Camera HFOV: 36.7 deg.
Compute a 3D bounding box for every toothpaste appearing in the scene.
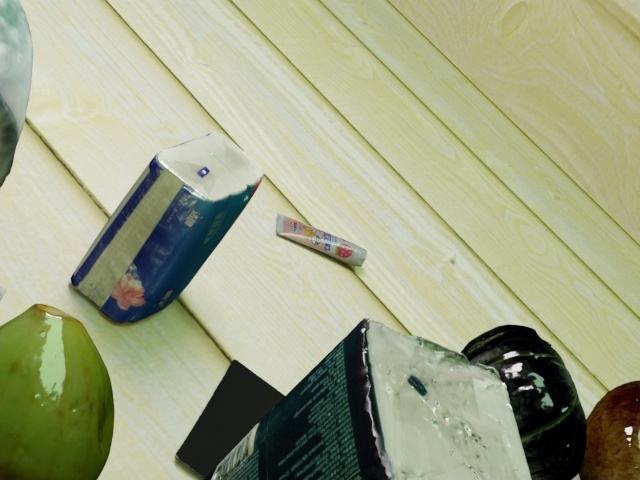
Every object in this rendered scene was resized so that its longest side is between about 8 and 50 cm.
[{"bbox_3d":[0.000,0.000,1.926,0.194,0.043,0.067,22,34,-17],"label":"toothpaste"}]

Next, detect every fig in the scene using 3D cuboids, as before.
[{"bbox_3d":[-0.325,0.197,1.071,0.207,0.230,0.207,29,30,-19],"label":"fig"}]

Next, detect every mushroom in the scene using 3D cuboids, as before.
[{"bbox_3d":[0.651,0.436,1.779,0.331,0.356,0.334,-20,103,-29],"label":"mushroom"}]

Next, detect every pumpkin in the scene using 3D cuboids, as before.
[{"bbox_3d":[0.323,0.313,1.688,0.295,0.296,0.296,28,31,-19],"label":"pumpkin"}]

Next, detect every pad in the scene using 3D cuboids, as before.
[{"bbox_3d":[-0.106,0.289,1.426,0.159,0.009,0.265,37,27,-3],"label":"pad"}]

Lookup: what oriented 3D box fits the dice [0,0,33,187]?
[{"bbox_3d":[-0.586,-0.208,1.238,0.328,0.330,0.348,10,38,-40],"label":"dice"}]

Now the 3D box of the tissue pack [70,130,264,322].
[{"bbox_3d":[-0.225,-0.017,1.451,0.137,0.270,0.209,44,26,7],"label":"tissue pack"}]

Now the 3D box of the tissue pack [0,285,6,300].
[{"bbox_3d":[-0.477,0.071,1.160,0.156,0.148,0.209,31,29,-15],"label":"tissue pack"}]

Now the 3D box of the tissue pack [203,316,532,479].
[{"bbox_3d":[0.027,0.322,1.105,0.253,0.416,0.264,25,32,-25],"label":"tissue pack"}]
